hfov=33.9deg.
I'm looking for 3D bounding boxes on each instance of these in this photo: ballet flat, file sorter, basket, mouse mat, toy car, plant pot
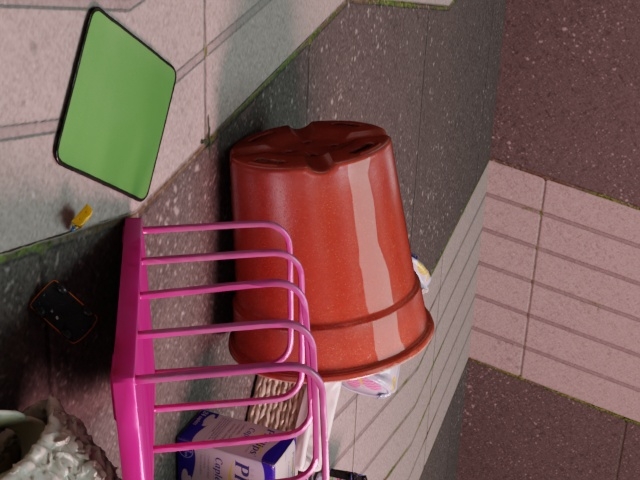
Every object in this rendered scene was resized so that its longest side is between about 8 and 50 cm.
[{"bbox_3d":[-0.296,0.206,0.785,0.409,0.147,0.147,-15,114,-73],"label":"ballet flat"},{"bbox_3d":[-0.097,0.126,1.018,0.290,0.182,0.202,-105,-167,-61],"label":"file sorter"},{"bbox_3d":[-0.042,0.249,1.557,0.113,0.103,0.167,36,65,-70],"label":"basket"},{"bbox_3d":[-0.198,-0.128,1.038,0.190,0.007,0.152,31,70,-69],"label":"mouse mat"},{"bbox_3d":[-0.223,0.033,0.978,0.122,0.060,0.040,-67,-169,-15],"label":"toy car"},{"bbox_3d":[0.000,0.000,1.333,0.272,0.272,0.265,-47,135,-58],"label":"plant pot"}]

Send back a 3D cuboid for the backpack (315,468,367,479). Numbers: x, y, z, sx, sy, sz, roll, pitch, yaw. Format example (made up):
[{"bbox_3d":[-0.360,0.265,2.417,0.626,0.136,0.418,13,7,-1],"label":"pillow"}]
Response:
[{"bbox_3d":[0.029,0.479,1.924,0.105,0.084,0.114,43,54,-68],"label":"backpack"}]

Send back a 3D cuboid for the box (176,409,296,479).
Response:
[{"bbox_3d":[-0.107,0.300,1.333,0.072,0.137,0.126,-44,141,-60],"label":"box"}]

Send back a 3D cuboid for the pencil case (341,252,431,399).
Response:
[{"bbox_3d":[0.113,0.153,1.939,0.113,0.124,0.273,-30,-145,59],"label":"pencil case"}]

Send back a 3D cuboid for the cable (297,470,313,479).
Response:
[{"bbox_3d":[-0.053,0.371,1.699,0.184,0.047,0.150,17,78,-69],"label":"cable"}]
